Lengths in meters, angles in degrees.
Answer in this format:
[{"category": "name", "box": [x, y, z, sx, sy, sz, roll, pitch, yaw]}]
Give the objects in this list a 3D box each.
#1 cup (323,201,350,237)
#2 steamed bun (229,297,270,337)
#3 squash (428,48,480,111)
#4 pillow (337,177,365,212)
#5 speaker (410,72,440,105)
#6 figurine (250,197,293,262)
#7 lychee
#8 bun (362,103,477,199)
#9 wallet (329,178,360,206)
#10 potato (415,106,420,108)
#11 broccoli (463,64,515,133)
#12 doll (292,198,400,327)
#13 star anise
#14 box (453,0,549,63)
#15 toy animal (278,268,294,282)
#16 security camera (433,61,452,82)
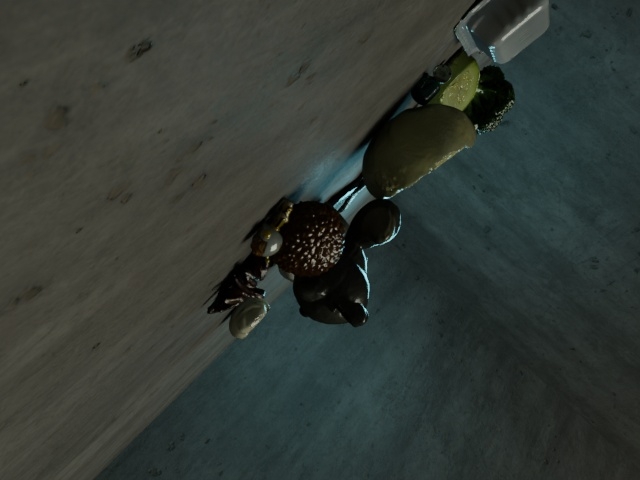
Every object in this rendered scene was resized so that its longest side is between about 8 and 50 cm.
[{"category": "cup", "box": [-0.015, 0.007, 1.842, 0.234, 0.186, 0.258, -39, 165, -6]}, {"category": "steamed bun", "box": [-0.284, 0.291, 2.245, 0.183, 0.106, 0.183, -46, 180, 0]}, {"category": "squash", "box": [0.432, -0.505, 1.887, 0.220, 0.133, 0.220, -45, 170, -10]}, {"category": "pillow", "box": [0.164, -0.222, 2.351, 0.255, 0.034, 0.189, -47, -177, 42]}, {"category": "speaker", "box": [0.289, -0.430, 1.629, 0.075, 0.060, 0.094, -47, 141, -7]}, {"category": "figurine", "box": [-0.105, -0.026, 1.306, 0.143, 0.068, 0.101, -63, -171, -18]}, {"category": "lychee", "box": [-0.035, 0.001, 1.424, 0.200, 0.200, 0.238, -44, 173, -35]}, {"category": "bun", "box": [0.269, -0.279, 1.726, 0.364, 0.202, 0.364, -35, -178, 1]}, {"category": "wallet", "box": [0.059, -0.139, 2.166, 0.146, 0.030, 0.285, -44, 180, 30]}, {"category": "potato", "box": [0.334, -0.409, 2.079, 0.107, 0.080, 0.170, -34, 173, -24]}, {"category": "broccoli", "box": [0.539, -0.527, 2.124, 0.297, 0.297, 0.297, -47, 136, 4]}, {"category": "doll", "box": [0.060, 0.054, 1.609, 0.382, 0.252, 0.378, -87, -161, -75]}, {"category": "star anise", "box": [-0.183, 0.113, 1.556, 0.272, 0.102, 0.272, -48, 179, -1]}, {"category": "box", "box": [0.501, -0.567, 1.517, 0.264, 0.106, 0.337, -39, 170, 20]}, {"category": "toy animal", "box": [-0.088, 0.082, 2.138, 0.104, 0.130, 0.221, -31, 169, -16]}, {"category": "security camera", "box": [0.361, -0.502, 1.730, 0.058, 0.058, 0.092, -49, -172, 24]}]
